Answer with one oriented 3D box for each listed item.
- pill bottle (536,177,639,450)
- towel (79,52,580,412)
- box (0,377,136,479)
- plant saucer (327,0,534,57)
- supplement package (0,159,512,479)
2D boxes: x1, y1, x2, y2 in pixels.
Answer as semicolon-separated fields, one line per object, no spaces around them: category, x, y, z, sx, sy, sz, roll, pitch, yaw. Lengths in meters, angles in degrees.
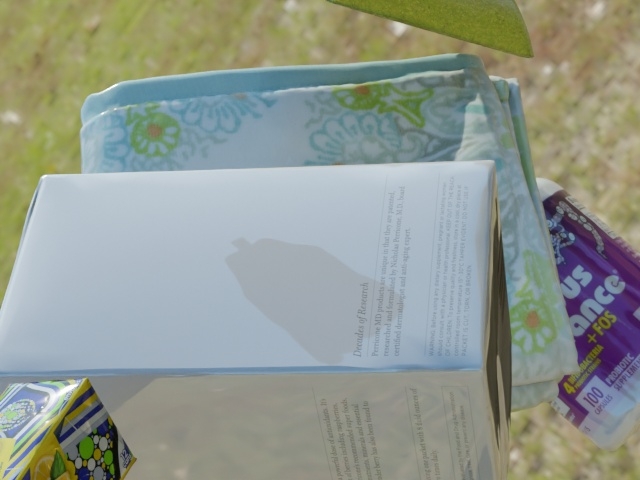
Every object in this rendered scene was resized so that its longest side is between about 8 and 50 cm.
pill bottle;0.220;0.047;1.694;0.169;0.301;0.169;-45;-14;-15
towel;0.000;0.000;1.404;0.090;0.374;0.320;89;173;-55
box;-0.156;0.142;0.838;0.054;0.059;0.169;-8;33;31
plant saucer;0.065;-0.213;1.413;0.045;0.188;0.188;-70;25;16
supplement package;-0.033;0.072;1.089;0.293;0.177;0.175;-1;46;9
